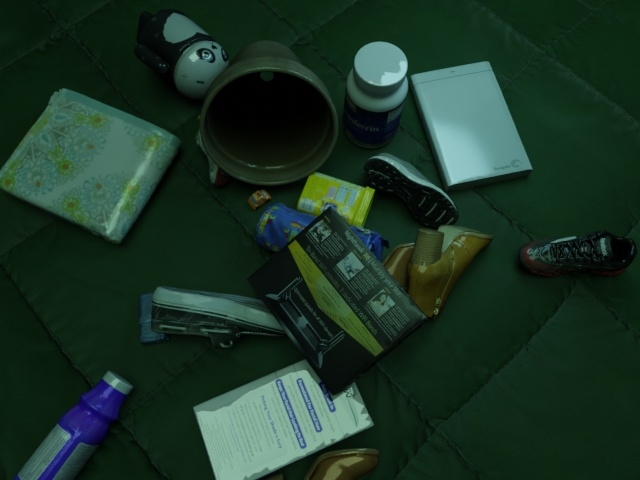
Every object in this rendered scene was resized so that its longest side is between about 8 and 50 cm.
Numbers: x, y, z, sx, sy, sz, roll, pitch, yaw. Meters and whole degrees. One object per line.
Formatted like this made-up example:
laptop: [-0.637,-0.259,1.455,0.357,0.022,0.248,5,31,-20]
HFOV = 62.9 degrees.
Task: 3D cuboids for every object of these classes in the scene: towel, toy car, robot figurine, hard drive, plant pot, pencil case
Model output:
towel: [-0.593,-0.197,1.345,0.374,0.090,0.320,23,74,8]
toy car: [-0.145,-0.076,1.328,0.060,0.040,0.122,-17,70,-7]
towel: [-0.395,0.182,1.234,0.067,0.029,0.119,-8,71,-4]
robot figurine: [-0.374,-0.509,1.414,0.278,0.173,0.209,43,82,14]
hard drive: [0.401,-0.316,1.423,0.233,0.047,0.353,-12,71,-5]
plant pot: [-0.128,-0.345,1.303,0.323,0.323,0.280,-5,45,-3]
pencil case: [0.000,0.000,1.226,0.306,0.133,0.119,19,28,19]

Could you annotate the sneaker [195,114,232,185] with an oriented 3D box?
sneaker: [-0.277,-0.244,1.377,0.092,0.088,0.225,-12,69,17]

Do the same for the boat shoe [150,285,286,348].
boat shoe: [-0.223,0.187,1.202,0.335,0.121,0.119,10,92,2]

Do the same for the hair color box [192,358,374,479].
hair color box: [-0.078,0.380,1.124,0.339,0.110,0.185,-22,69,-7]

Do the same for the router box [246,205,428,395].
router box: [0.032,0.121,1.092,0.243,0.081,0.309,-40,73,5]

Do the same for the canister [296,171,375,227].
canister: [0.039,-0.097,1.322,0.170,0.073,0.126,19,70,8]

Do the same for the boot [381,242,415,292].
boot: [0.189,0.096,1.255,0.197,0.073,0.152,-19,69,5]

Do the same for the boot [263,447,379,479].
boot: [0.014,0.549,1.028,0.283,0.109,0.220,-19,51,-3]

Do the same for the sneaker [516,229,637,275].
sneaker: [0.619,0.028,1.252,0.276,0.135,0.097,1,71,1]

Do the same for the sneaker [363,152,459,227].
sneaker: [0.241,-0.136,1.328,0.271,0.100,0.108,38,37,1]

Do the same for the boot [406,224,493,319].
boot: [0.298,0.075,1.244,0.104,0.295,0.211,20,107,44]

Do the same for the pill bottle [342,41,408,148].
pill bottle: [0.137,-0.360,1.318,0.153,0.265,0.153,0,69,-1]

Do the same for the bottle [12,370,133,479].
bottle: [-0.511,0.411,1.099,0.092,0.118,0.283,31,73,11]
